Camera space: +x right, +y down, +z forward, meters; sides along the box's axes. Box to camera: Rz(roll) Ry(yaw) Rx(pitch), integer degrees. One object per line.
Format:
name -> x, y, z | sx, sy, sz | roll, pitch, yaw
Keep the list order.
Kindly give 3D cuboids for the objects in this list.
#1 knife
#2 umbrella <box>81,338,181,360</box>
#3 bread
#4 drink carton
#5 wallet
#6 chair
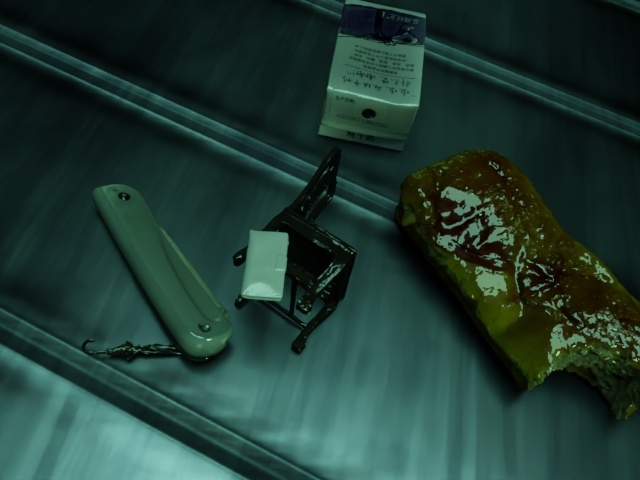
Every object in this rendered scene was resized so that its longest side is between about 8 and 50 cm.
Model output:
knife -> -0.186, 0.028, 0.713 | 0.073, 0.040, 0.265 | -18, 56, -39
umbrella -> -0.183, 0.121, 0.667 | 0.148, 0.022, 0.022 | 7, 17, -15
bread -> 0.248, 0.050, 0.732 | 0.185, 0.109, 0.380 | -24, 64, -24
drink carton -> 0.081, -0.254, 0.923 | 0.134, 0.102, 0.222 | 13, 54, -3
wallet -> -0.057, 0.024, 0.629 | 0.044, 0.011, 0.083 | 6, 53, -3
chair -> 0.000, 0.000, 0.726 | 0.113, 0.106, 0.229 | 32, 57, 14
